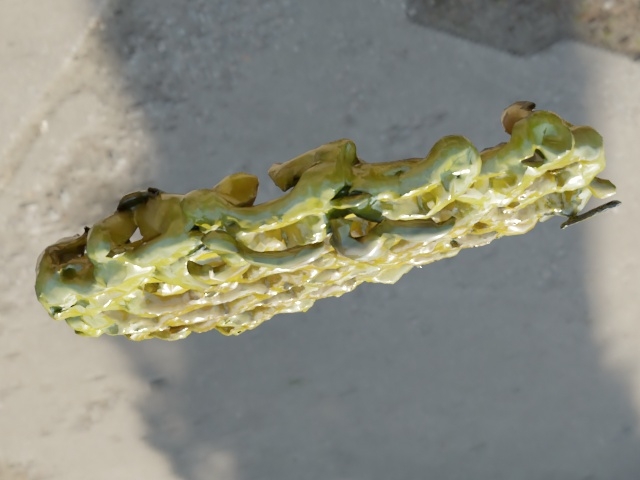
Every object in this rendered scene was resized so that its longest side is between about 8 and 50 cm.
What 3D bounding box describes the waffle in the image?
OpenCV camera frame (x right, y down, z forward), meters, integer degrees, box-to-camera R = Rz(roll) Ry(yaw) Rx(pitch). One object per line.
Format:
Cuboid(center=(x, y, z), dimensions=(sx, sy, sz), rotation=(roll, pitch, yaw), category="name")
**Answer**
Cuboid(center=(-0.001, -0.003, 0.713), dimensions=(0.281, 0.060, 0.262), rotation=(-16, 174, 6), category="waffle")
